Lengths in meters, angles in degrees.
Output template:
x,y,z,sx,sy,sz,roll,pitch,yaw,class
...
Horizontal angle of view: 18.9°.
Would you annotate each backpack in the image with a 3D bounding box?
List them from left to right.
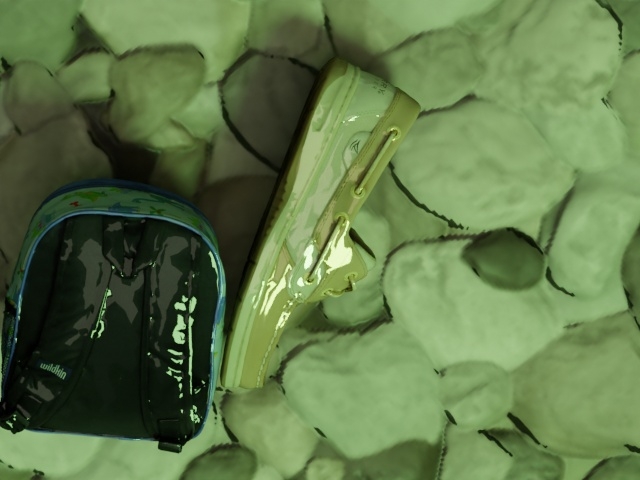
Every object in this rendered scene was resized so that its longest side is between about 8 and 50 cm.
x,y,z,sx,sy,sz,roll,pitch,yaw,class
-0.097,0.029,0.911,0.105,0.084,0.114,8,111,-8,backpack

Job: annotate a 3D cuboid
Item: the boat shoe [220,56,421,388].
x,y,z,sx,sy,sz,roll,pitch,yaw,class
0.000,0.000,0.924,0.059,0.063,0.170,20,104,-5,boat shoe
